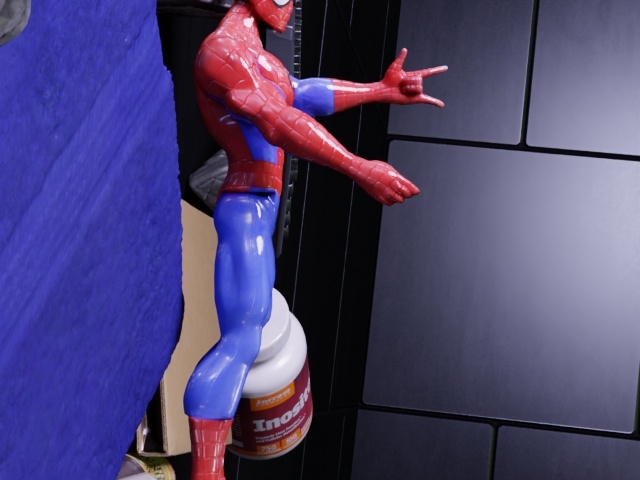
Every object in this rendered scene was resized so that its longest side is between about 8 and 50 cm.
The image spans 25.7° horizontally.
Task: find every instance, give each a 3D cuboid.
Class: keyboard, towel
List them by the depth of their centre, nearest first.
[{"bbox_3d":[-0.124,-0.011,0.536,0.228,0.076,0.308,-67,163,-44],"label":"towel"},{"bbox_3d":[-0.029,-0.150,1.117,0.317,0.033,0.201,-92,-178,-53],"label":"keyboard"}]

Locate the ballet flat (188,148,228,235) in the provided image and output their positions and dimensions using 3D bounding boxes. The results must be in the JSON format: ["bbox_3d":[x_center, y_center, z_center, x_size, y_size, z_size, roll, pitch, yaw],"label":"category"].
[{"bbox_3d":[-0.073,-0.022,1.066,0.173,0.049,0.057,91,-21,-65],"label":"ballet flat"}]

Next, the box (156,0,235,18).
[{"bbox_3d":[-0.065,-0.274,0.742,0.242,0.076,0.307,-43,138,-79],"label":"box"}]

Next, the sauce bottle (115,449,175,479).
[{"bbox_3d":[-0.114,0.143,0.810,0.128,0.042,0.042,40,56,-83],"label":"sauce bottle"}]

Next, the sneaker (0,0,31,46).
[{"bbox_3d":[-0.134,-0.003,0.268,0.178,0.123,0.296,-44,138,-65],"label":"sneaker"}]

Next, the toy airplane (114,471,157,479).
[{"bbox_3d":[0.013,0.301,0.455,0.384,0.272,0.386,12,-80,55],"label":"toy airplane"}]

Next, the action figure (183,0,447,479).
[{"bbox_3d":[0.000,0.000,0.682,0.091,0.139,0.280,-156,-115,-87],"label":"action figure"}]

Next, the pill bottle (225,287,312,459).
[{"bbox_3d":[-0.052,0.101,1.100,0.152,0.086,0.086,85,13,-53],"label":"pill bottle"}]

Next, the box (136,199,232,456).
[{"bbox_3d":[-0.090,0.055,0.908,0.201,0.021,0.164,44,41,-81],"label":"box"}]
